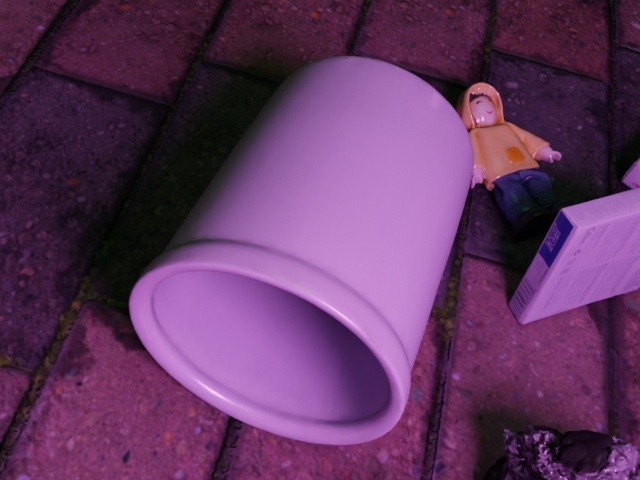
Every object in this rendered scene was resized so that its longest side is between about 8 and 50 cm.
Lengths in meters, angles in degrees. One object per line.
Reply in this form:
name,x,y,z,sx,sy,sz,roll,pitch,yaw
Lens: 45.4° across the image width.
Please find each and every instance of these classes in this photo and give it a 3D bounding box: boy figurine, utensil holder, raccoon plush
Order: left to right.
utensil holder,0.000,0.000,0.956,0.328,0.327,0.385,22,53,4
boy figurine,0.310,-0.139,1.262,0.177,0.092,0.285,-12,62,-16
raccoon plush,0.334,0.399,0.829,0.447,0.216,0.299,19,62,2

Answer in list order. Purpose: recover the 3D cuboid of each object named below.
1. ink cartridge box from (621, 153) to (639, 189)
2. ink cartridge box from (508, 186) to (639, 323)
ink cartridge box,0.743,-0.111,1.344,0.330,0.071,0.324,40,57,12
ink cartridge box,0.400,0.017,1.086,0.224,0.223,0.045,-12,53,-20
